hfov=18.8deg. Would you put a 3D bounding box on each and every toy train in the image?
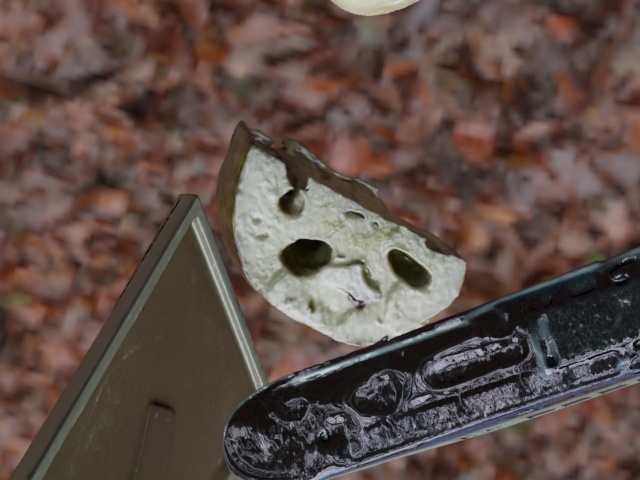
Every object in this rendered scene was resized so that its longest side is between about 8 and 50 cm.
[{"bbox_3d":[0.064,0.057,0.822,0.234,0.052,0.051,-22,164,26],"label":"toy train"}]

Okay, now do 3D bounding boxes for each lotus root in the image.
[{"bbox_3d":[0.000,0.000,1.683,0.235,0.138,0.119,35,180,-20],"label":"lotus root"}]

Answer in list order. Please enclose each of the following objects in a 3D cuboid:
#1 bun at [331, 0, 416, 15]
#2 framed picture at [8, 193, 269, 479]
[{"bbox_3d":[0.095,-0.324,2.024,0.127,0.222,0.222,35,152,5],"label":"bun"},{"bbox_3d":[-0.134,0.165,1.479,0.022,0.335,0.247,7,138,25],"label":"framed picture"}]
